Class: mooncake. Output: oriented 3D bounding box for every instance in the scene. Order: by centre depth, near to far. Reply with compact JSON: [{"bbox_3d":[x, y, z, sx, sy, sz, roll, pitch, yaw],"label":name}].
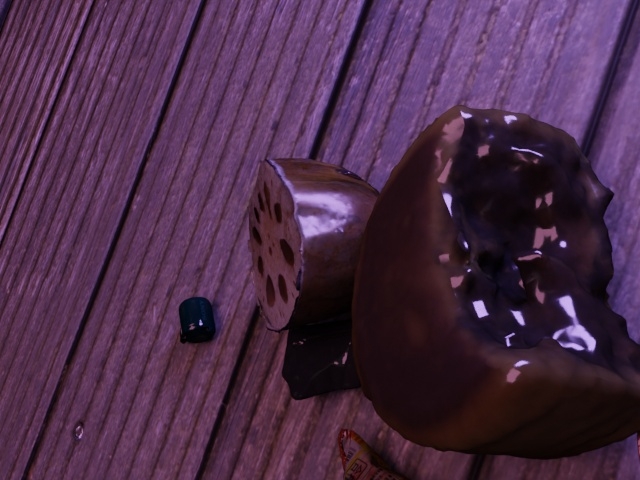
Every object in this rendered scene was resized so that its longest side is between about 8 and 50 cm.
[{"bbox_3d":[0.212,0.045,0.882,0.393,0.246,0.394,18,91,61],"label":"mooncake"}]

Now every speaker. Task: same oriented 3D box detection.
[{"bbox_3d":[-0.233,0.150,1.379,0.094,0.060,0.075,-34,54,27],"label":"speaker"}]

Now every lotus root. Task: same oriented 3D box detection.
[{"bbox_3d":[0.000,0.000,1.133,0.272,0.192,0.272,168,90,-73],"label":"lotus root"}]

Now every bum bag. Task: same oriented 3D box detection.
[{"bbox_3d":[0.051,0.162,1.130,0.248,0.060,0.123,-18,65,34],"label":"bum bag"}]

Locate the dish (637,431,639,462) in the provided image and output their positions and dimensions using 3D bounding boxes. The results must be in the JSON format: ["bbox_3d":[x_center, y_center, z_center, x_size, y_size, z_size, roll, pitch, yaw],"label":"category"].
[{"bbox_3d":[0.453,0.202,0.745,0.260,0.085,0.260,-15,69,42],"label":"dish"}]

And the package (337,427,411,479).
[{"bbox_3d":[0.086,0.402,0.980,0.288,0.108,0.223,24,93,41],"label":"package"}]
